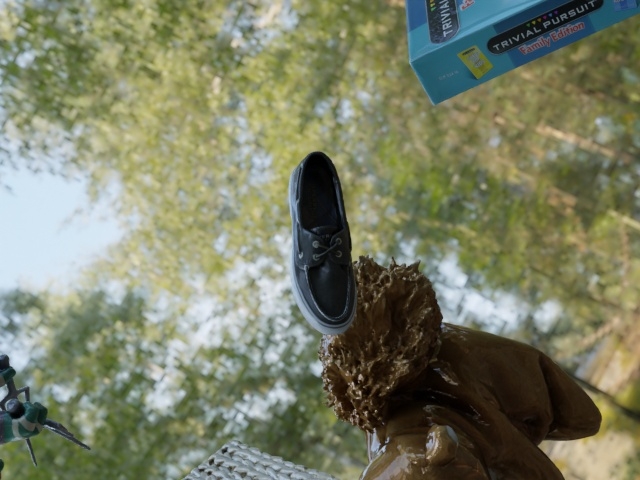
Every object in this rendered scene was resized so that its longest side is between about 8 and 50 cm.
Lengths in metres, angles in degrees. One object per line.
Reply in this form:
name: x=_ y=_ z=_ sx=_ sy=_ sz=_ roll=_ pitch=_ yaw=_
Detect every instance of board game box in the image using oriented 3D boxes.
board game box: x=0.275 y=-0.337 z=1.714 sx=0.079 sy=0.336 sz=0.254 roll=55 pitch=-159 yaw=-32

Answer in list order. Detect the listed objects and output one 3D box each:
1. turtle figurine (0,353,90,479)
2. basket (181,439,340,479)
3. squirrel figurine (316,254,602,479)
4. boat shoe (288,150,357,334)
turtle figurine: x=-0.266 y=0.113 z=0.977 sx=0.118 sy=0.175 sz=0.234 roll=-32 pitch=-62 yaw=-21
basket: x=-0.081 y=0.513 z=1.983 sx=0.266 sy=0.328 sz=0.331 roll=-43 pitch=-62 yaw=-25
squirrel figurine: x=0.107 y=0.217 z=1.554 sx=0.281 sy=0.397 sz=0.370 roll=-38 pitch=-4 yaw=24
boat shoe: x=0.000 y=0.000 z=0.997 sx=0.040 sy=0.049 sz=0.142 roll=113 pitch=150 yaw=-66
